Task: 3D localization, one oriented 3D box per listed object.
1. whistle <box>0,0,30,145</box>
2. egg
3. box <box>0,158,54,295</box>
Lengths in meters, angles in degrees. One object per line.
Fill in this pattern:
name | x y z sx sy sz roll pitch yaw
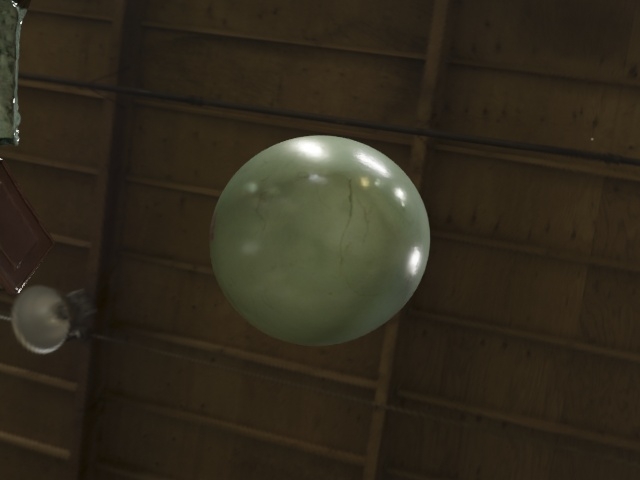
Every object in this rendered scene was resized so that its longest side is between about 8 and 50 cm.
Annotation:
whistle | -0.473 -0.343 1.331 0.188 0.168 0.405 -28 -73 -10
egg | 0.000 0.000 0.812 0.182 0.264 0.183 1 -94 -18
box | -0.245 -0.009 0.674 0.063 0.060 0.085 -1 -49 27
